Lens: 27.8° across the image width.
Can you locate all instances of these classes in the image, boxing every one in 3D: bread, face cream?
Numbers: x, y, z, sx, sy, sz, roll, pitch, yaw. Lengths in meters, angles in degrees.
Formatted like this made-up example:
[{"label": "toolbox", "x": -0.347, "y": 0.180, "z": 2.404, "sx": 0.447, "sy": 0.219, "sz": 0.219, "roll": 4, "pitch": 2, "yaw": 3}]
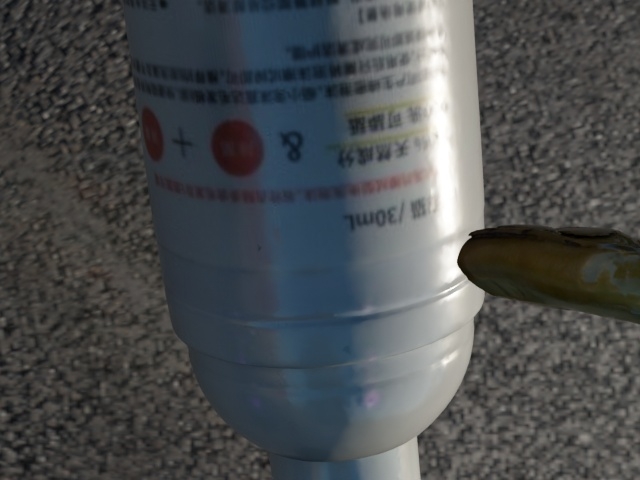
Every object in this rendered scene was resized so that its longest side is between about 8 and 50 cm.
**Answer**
[{"label": "bread", "x": 0.090, "y": 0.009, "z": 0.343, "sx": 0.110, "sy": 0.110, "sz": 0.024, "roll": 2, "pitch": 91, "yaw": -32}, {"label": "face cream", "x": 0.000, "y": 0.000, "z": 0.571, "sx": 0.145, "sy": 0.145, "sz": 0.370, "roll": -19, "pitch": 114, "yaw": -33}]
